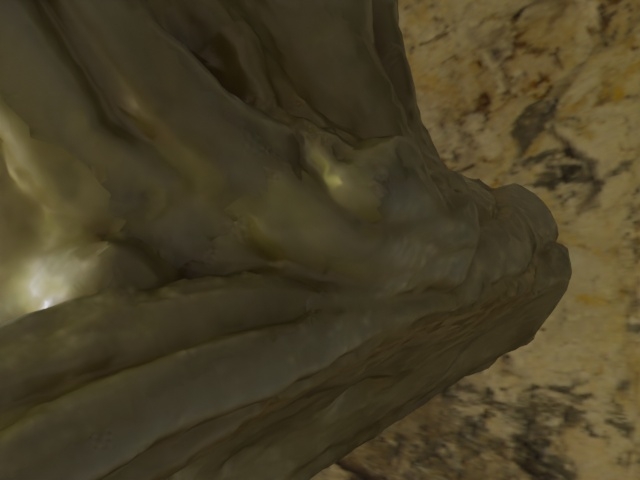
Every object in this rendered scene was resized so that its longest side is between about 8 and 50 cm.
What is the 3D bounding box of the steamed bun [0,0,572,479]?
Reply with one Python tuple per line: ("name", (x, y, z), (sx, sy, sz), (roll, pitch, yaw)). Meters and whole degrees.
("steamed bun", (-0.048, -0.008, 0.476), (0.428, 0.247, 0.189), (-22, -105, -46))
